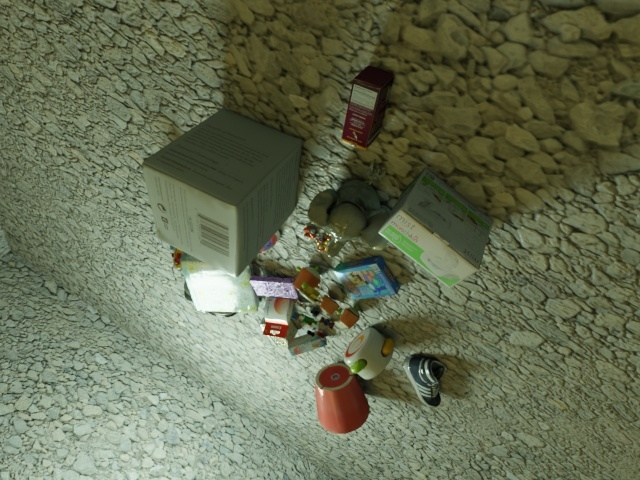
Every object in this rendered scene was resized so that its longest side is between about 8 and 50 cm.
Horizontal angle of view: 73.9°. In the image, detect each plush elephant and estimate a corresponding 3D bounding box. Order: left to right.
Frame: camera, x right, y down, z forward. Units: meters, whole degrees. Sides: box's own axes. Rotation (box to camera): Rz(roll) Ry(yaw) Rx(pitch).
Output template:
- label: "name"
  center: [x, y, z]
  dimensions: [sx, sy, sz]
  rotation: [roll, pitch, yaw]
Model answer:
- label: "plush elephant"
  center: [0.091, -0.061, 1.335]
  dimensions: [0.272, 0.255, 0.330]
  rotation: [29, 138, 9]

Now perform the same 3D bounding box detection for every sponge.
- label: "sponge"
  center: [-0.206, 0.211, 1.917]
  dimensions: [0.210, 0.031, 0.117]
  rotation: [2, 138, 17]

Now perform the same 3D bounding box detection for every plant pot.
- label: "plant pot"
  center: [0.093, 0.763, 2.107]
  dimensions: [0.275, 0.275, 0.243]
  rotation: [2, 118, 33]

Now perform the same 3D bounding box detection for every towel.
- label: "towel"
  center: [-0.465, 0.204, 2.016]
  dimensions: [0.321, 0.090, 0.374]
  rotation: [0, 132, 3]

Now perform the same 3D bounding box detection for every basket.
- label: "basket"
  center: [-0.200, 0.428, 2.094]
  dimensions: [0.103, 0.113, 0.167]
  rotation: [-9, 122, 35]

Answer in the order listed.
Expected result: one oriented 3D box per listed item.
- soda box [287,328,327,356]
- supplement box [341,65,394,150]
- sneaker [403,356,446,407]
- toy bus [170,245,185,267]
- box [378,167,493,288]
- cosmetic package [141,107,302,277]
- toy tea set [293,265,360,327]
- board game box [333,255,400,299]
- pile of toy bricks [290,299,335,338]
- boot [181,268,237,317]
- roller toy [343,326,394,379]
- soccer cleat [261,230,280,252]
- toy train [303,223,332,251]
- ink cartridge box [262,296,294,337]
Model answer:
- label: "soda box"
  center: [-0.063, 0.487, 2.024]
  dimensions: [0.183, 0.063, 0.058]
  rotation: [-20, 121, 6]
- label: "supplement box"
  center: [0.126, -0.357, 1.155]
  dimensions: [0.081, 0.104, 0.188]
  rotation: [25, 137, 14]
- label: "sneaker"
  center: [0.479, 0.608, 1.806]
  dimensions: [0.153, 0.099, 0.282]
  rotation: [-15, 115, 44]
- label: "toy bus"
  center: [-0.649, 0.035, 2.038]
  dimensions: [0.105, 0.190, 0.202]
  rotation: [3, 150, -29]
- label: "box"
  center: [0.335, -0.040, 1.210]
  dimensions: [0.262, 0.231, 0.126]
  rotation: [38, 139, -2]
- label: "cosmetic package"
  center: [-0.300, -0.164, 1.401]
  dimensions: [0.328, 0.393, 0.329]
  rotation: [24, 137, 13]
- label: "toy tea set"
  center: [0.036, 0.221, 1.746]
  dimensions: [0.336, 0.124, 0.200]
  rotation: [39, 177, -30]
- label: "board game box"
  center: [0.175, 0.146, 1.626]
  dimensions: [0.210, 0.047, 0.160]
  rotation: [-15, 119, 41]
- label: "pile of toy bricks"
  center: [-0.051, 0.360, 1.950]
  dimensions: [0.212, 0.118, 0.105]
  rotation: [31, 172, -8]
- label: "boot"
  center: [-0.575, 0.255, 2.194]
  dimensions: [0.338, 0.118, 0.222]
  rotation: [19, 130, 12]
- label: "roller toy"
  center: [0.210, 0.479, 1.803]
  dimensions: [0.146, 0.209, 0.191]
  rotation: [42, 174, -5]
- label: "soccer cleat"
  center: [-0.318, -0.065, 1.714]
  dimensions: [0.318, 0.116, 0.108]
  rotation: [31, 138, 6]
- label: "toy train"
  center: [0.000, 0.000, 1.588]
  dimensions: [0.166, 0.046, 0.125]
  rotation: [10, 142, 47]
- label: "ink cartridge box"
  center: [-0.208, 0.356, 1.986]
  dimensions: [0.146, 0.179, 0.045]
  rotation: [0, 155, 35]
